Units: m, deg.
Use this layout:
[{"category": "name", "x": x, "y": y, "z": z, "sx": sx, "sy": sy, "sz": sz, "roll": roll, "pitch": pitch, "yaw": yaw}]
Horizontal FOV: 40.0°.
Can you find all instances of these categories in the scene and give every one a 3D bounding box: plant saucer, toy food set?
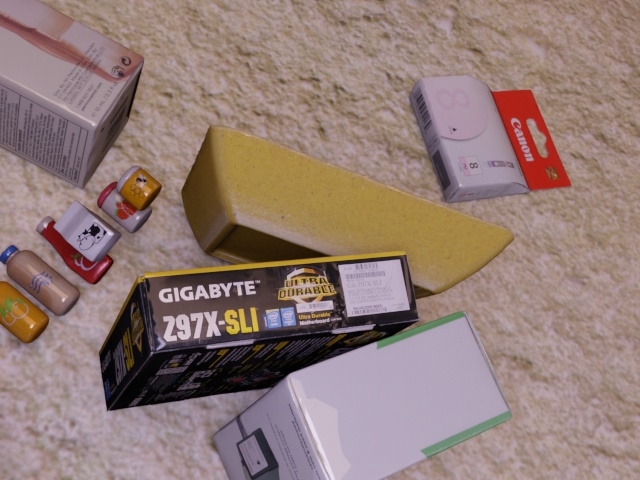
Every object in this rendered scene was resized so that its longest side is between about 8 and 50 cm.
[{"category": "plant saucer", "x": 0.000, "y": 0.000, "z": 1.011, "sx": 0.333, "sy": 0.333, "sz": 0.081, "roll": 20, "pitch": 77, "yaw": -10}, {"category": "toy food set", "x": -0.290, "y": -0.005, "z": 1.008, "sx": 0.104, "sy": 0.111, "sz": 0.232, "roll": 39, "pitch": 90, "yaw": 1}]

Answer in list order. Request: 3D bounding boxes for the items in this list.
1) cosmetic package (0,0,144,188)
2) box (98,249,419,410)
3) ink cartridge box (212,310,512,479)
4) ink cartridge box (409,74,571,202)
[{"category": "cosmetic package", "x": -0.381, "y": -0.209, "z": 1.061, "sx": 0.296, "sy": 0.153, "sz": 0.129, "roll": 28, "pitch": 57, "yaw": -7}, {"category": "box", "x": -0.083, "y": 0.102, "z": 0.918, "sx": 0.257, "sy": 0.322, "sz": 0.079, "roll": -7, "pitch": 74, "yaw": -22}, {"category": "ink cartridge box", "x": 0.030, "y": 0.197, "z": 0.935, "sx": 0.211, "sy": 0.289, "sz": 0.121, "roll": -17, "pitch": 75, "yaw": -26}, {"category": "ink cartridge box", "x": 0.267, "y": -0.162, "z": 1.334, "sx": 0.232, "sy": 0.066, "sz": 0.189, "roll": -9, "pitch": 69, "yaw": -19}]
